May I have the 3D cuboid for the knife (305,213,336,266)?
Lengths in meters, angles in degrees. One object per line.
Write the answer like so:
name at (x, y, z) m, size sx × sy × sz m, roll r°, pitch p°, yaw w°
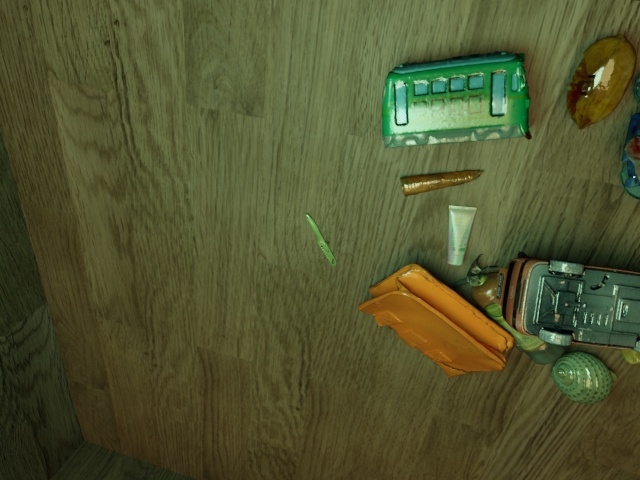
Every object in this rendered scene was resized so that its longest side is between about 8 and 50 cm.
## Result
knife at (0.000, 0.000, 1.348) m, size 0.030 × 0.014 × 0.207 m, roll -22°, pitch 110°, yaw 23°

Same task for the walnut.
walnut at (0.626, -0.351, 0.929) m, size 0.115 × 0.116 × 0.207 m, roll 8°, pitch 126°, yaw 12°

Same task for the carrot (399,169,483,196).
carrot at (0.337, -0.165, 1.146) m, size 0.224 × 0.057 × 0.057 m, roll -8°, pitch 115°, yaw 15°

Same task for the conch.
conch at (0.821, 0.436, 1.270) m, size 0.199 × 0.131 × 0.173 m, roll 19°, pitch 120°, yaw 7°

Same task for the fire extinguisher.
fire extinguisher at (0.536, 0.217, 1.239) m, size 0.376 × 0.113 × 0.200 m, roll 46°, pitch 121°, yaw -4°

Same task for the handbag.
handbag at (0.350, 0.259, 1.271) m, size 0.410 × 0.116 × 0.303 m, roll 37°, pitch 151°, yaw -5°

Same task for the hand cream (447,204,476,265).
hand cream at (0.407, -0.015, 1.208) m, size 0.076 × 0.047 × 0.175 m, roll 6°, pitch 110°, yaw 14°

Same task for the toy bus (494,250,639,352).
toy bus at (0.683, 0.154, 1.054) m, size 0.426 × 0.233 × 0.203 m, roll 8°, pitch 93°, yaw -3°

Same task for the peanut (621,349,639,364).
peanut at (0.974, 0.250, 1.114) m, size 0.147 × 0.147 × 0.305 m, roll 42°, pitch 115°, yaw -8°

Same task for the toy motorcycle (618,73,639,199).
toy motorcycle at (0.801, -0.219, 0.896) m, size 0.240 × 0.182 × 0.320 m, roll 13°, pitch 124°, yaw 41°

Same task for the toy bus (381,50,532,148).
toy bus at (0.317, -0.331, 0.984) m, size 0.343 × 0.183 × 0.200 m, roll -1°, pitch 112°, yaw 16°
